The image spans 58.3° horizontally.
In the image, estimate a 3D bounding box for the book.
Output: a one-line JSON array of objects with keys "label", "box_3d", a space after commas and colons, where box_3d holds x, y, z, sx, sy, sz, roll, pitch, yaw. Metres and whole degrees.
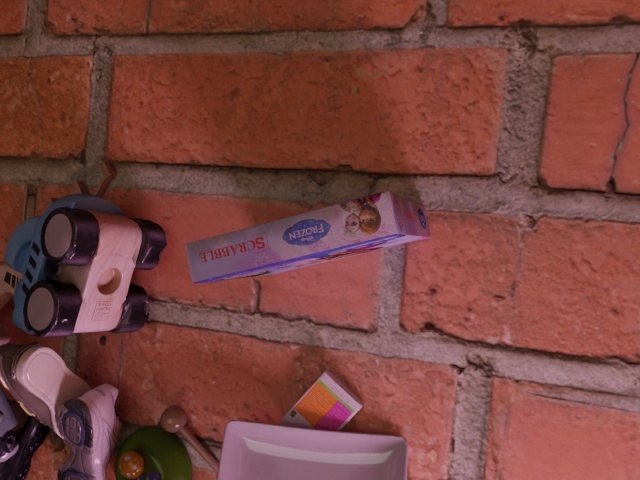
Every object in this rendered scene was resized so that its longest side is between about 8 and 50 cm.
[{"label": "book", "box_3d": [0.001, 0.328, 1.089, 0.096, 0.035, 0.144, 43, 103, 11]}]

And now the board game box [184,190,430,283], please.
[{"label": "board game box", "box_3d": [0.000, 0.000, 0.942, 0.318, 0.318, 0.066, -14, 86, 19]}]

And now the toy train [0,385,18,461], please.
[{"label": "toy train", "box_3d": [-0.750, 0.323, 1.197, 0.190, 0.142, 0.334, -11, 103, 29]}]

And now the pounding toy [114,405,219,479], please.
[{"label": "pounding toy", "box_3d": [-0.346, 0.468, 1.163, 0.237, 0.110, 0.183, -40, 78, 15]}]

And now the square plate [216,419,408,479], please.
[{"label": "square plate", "box_3d": [-0.026, 0.509, 1.005, 0.344, 0.049, 0.347, 3, 63, 8]}]

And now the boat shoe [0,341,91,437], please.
[{"label": "boat shoe", "box_3d": [-0.555, 0.309, 1.171, 0.091, 0.109, 0.305, 11, 138, 17]}]

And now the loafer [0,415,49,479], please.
[{"label": "loafer", "box_3d": [-0.680, 0.461, 1.294, 0.078, 0.076, 0.223, 32, 103, 8]}]

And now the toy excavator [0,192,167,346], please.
[{"label": "toy excavator", "box_3d": [-0.592, 0.086, 1.225, 0.445, 0.222, 0.433, 22, 97, 32]}]

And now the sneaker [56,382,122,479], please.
[{"label": "sneaker", "box_3d": [-0.471, 0.436, 1.211, 0.111, 0.129, 0.297, 21, 114, 15]}]

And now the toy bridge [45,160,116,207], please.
[{"label": "toy bridge", "box_3d": [-0.529, -0.102, 1.275, 0.188, 0.026, 0.063, -29, 82, 17]}]
